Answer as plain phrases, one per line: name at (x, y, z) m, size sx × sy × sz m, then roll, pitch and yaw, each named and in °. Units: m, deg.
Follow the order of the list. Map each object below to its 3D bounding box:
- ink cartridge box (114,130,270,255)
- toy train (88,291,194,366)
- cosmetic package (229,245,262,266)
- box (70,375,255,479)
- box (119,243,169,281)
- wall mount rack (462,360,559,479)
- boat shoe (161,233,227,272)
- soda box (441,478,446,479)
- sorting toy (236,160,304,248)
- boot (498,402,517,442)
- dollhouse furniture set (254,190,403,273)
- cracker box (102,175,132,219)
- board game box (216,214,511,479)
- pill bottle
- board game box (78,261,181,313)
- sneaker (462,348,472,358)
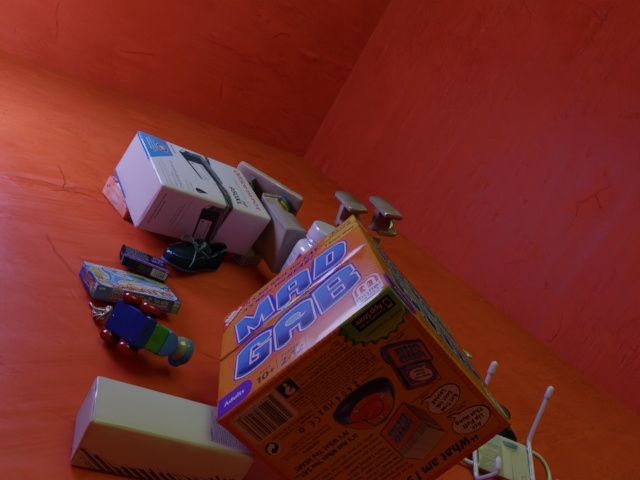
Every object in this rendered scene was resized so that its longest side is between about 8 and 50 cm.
ink cartridge box at (-0.387, -0.137, 1.840) m, size 0.395 × 0.166 × 0.285 m, roll 18°, pitch 29°, yaw -44°
toy train at (-0.372, 0.181, 1.241) m, size 0.248 × 0.105 × 0.143 m, roll 13°, pitch -21°, yaw 49°
cosmetic package at (-0.241, 0.050, 1.983) m, size 0.060 × 0.041 × 0.115 m, roll 36°, pitch 16°, yaw 20°
box at (-0.251, 0.322, 0.979) m, size 0.275 × 0.094 × 0.113 m, roll 23°, pitch 17°, yaw -24°
box at (-0.448, 0.055, 1.520) m, size 0.116 × 0.029 × 0.162 m, roll 25°, pitch 2°, yaw -21°
wall mount rack at (0.511, 0.510, 1.590) m, size 0.350 × 0.130 × 0.304 m, roll 26°, pitch 46°, yaw -18°
boat shoe at (-0.356, 0.028, 1.705) m, size 0.109 × 0.089 × 0.258 m, roll 35°, pitch 10°, yaw 13°
soda box at (0.342, 0.603, 1.224) m, size 0.263 × 0.083 × 0.092 m, roll 30°, pitch 14°, yaw -1°
sorting toy at (-0.230, -0.100, 2.114) m, size 0.257 × 0.255 × 0.089 m, roll 31°, pitch 31°, yaw 3°
boot at (0.422, 0.476, 1.782) m, size 0.338 × 0.118 × 0.223 m, roll 42°, pitch 12°, yaw 1°
dollhouse furniture set at (0.000, 0.000, 1.993) m, size 0.394 × 0.362 × 0.256 m, roll 8°, pitch 24°, yaw -28°
cracker box at (-0.546, -0.120, 1.897) m, size 0.155 × 0.067 × 0.232 m, roll 42°, pitch 19°, yaw 33°
board game box at (0.060, 0.238, 1.143) m, size 0.356 × 0.356 × 0.356 m, roll 48°, pitch 8°, yaw -19°
pill bottle at (-0.029, 0.095, 1.773) m, size 0.160 × 0.283 × 0.160 m, roll 28°, pitch 15°, yaw -8°
board game box at (-0.437, 0.110, 1.382) m, size 0.201 × 0.035 × 0.136 m, roll 18°, pitch 9°, yaw -39°
sneaker at (0.370, 0.338, 1.895) m, size 0.210 × 0.137 × 0.366 m, roll 37°, pitch -7°, yaw 16°
